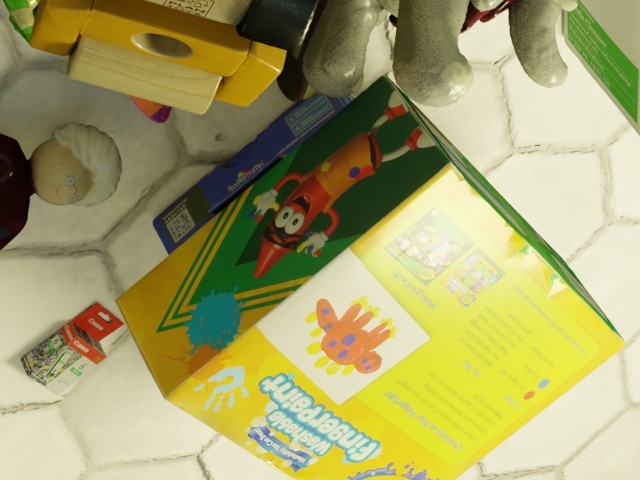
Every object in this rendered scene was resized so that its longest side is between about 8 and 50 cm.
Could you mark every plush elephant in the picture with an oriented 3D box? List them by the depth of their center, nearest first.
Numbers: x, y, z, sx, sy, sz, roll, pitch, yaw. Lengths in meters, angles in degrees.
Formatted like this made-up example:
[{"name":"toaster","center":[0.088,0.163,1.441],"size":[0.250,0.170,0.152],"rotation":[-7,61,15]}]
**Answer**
[{"name":"plush elephant","center":[0.164,-0.258,1.726],"size":[0.255,0.272,0.330],"rotation":[13,83,-26]}]

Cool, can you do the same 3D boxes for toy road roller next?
[{"name":"toy road roller","center":[-0.107,-0.266,1.524],"size":[0.202,0.240,0.329],"rotation":[15,163,-13]}]

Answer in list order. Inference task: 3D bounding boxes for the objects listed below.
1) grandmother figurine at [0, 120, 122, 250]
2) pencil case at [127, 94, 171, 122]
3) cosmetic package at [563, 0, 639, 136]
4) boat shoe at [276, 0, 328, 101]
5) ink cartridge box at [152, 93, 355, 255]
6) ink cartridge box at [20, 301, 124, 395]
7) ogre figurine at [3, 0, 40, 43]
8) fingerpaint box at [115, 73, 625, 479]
[{"name":"grandmother figurine","center":[-0.367,-0.040,1.831],"size":[0.342,0.104,0.208],"rotation":[-16,147,-14]},{"name":"pencil case","center":[-0.102,-0.219,1.809],"size":[0.236,0.104,0.104],"rotation":[-35,141,6]},{"name":"cosmetic package","center":[0.365,-0.315,1.927],"size":[0.155,0.197,0.365],"rotation":[-22,138,-10]},{"name":"boat shoe","center":[0.014,-0.229,1.907],"size":[0.072,0.068,0.190],"rotation":[-16,150,-37]},{"name":"ink cartridge box","center":[0.000,0.000,2.067],"size":[0.270,0.151,0.395],"rotation":[-39,139,9]},{"name":"ink cartridge box","center":[-0.284,0.126,2.109],"size":[0.115,0.029,0.063],"rotation":[-37,140,8]},{"name":"ogre figurine","center":[-0.245,-0.257,1.676],"size":[0.118,0.097,0.197],"rotation":[-32,147,-9]},{"name":"fingerpaint box","center":[0.064,0.087,1.950],"size":[0.371,0.163,0.445],"rotation":[-40,139,9]}]
